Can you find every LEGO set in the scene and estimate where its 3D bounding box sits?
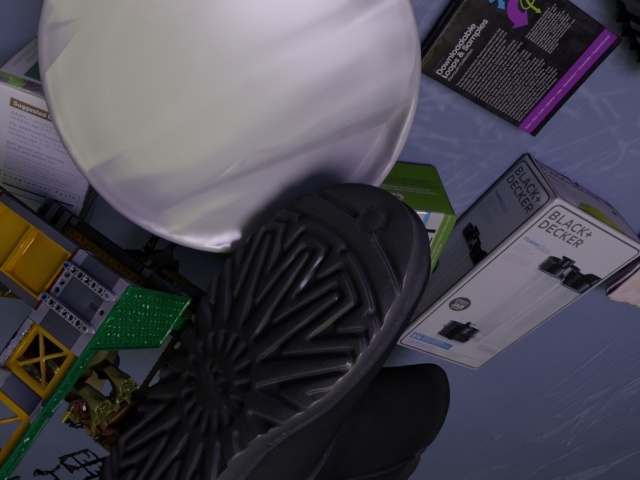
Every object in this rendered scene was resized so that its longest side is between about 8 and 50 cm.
[{"bbox_3d":[-0.231,0.083,0.421,0.192,0.331,0.255,32,93,14],"label":"LEGO set"}]

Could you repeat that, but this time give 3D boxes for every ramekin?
[{"bbox_3d":[-0.065,-0.134,0.389,0.272,0.127,0.273,-7,122,-10],"label":"ramekin"}]

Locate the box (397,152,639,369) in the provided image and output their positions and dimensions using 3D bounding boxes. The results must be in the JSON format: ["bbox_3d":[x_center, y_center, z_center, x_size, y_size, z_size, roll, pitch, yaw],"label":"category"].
[{"bbox_3d":[0.237,0.046,0.632,0.169,0.087,0.290,23,127,-23],"label":"box"}]

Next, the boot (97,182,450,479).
[{"bbox_3d":[0.053,0.163,0.517,0.367,0.146,0.445,-49,141,12],"label":"boot"}]

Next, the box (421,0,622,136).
[{"bbox_3d":[0.187,-0.184,0.458,0.162,0.029,0.116,20,127,-22],"label":"box"}]

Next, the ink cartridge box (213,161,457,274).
[{"bbox_3d":[0.000,0.000,0.567,0.254,0.097,0.189,4,132,-9],"label":"ink cartridge box"}]

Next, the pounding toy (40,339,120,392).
[{"bbox_3d":[-0.287,0.128,0.588,0.094,0.206,0.181,21,127,-22],"label":"pounding toy"}]

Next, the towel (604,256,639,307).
[{"bbox_3d":[0.610,-0.002,0.640,0.331,0.054,0.317,14,131,-16],"label":"towel"}]

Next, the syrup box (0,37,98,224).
[{"bbox_3d":[-0.279,-0.067,0.486,0.096,0.093,0.237,20,128,-20],"label":"syrup box"}]

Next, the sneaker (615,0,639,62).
[{"bbox_3d":[0.299,-0.237,0.384,0.106,0.078,0.234,-26,127,22],"label":"sneaker"}]
